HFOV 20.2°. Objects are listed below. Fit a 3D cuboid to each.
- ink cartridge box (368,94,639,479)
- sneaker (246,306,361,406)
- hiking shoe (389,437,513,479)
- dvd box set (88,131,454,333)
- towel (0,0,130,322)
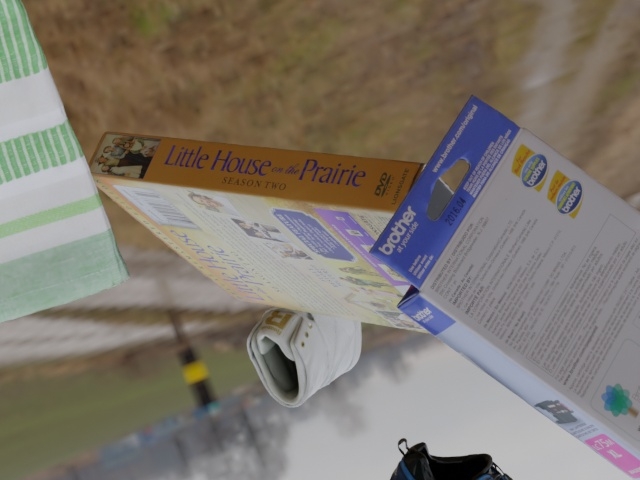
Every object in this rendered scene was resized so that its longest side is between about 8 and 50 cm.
[{"bbox_3d":[0.199,0.041,1.493,0.186,0.311,0.065,-57,-172,-23],"label":"ink cartridge box"},{"bbox_3d":[-0.020,0.064,2.250,0.108,0.292,0.169,5,-157,28],"label":"sneaker"},{"bbox_3d":[0.235,0.363,2.464,0.304,0.132,0.113,12,-154,-16],"label":"hiking shoe"},{"bbox_3d":[0.000,0.000,1.862,0.420,0.062,0.307,8,156,39],"label":"dvd box set"},{"bbox_3d":[-0.320,-0.066,1.434,0.248,0.325,0.038,-18,-153,-2],"label":"towel"}]
